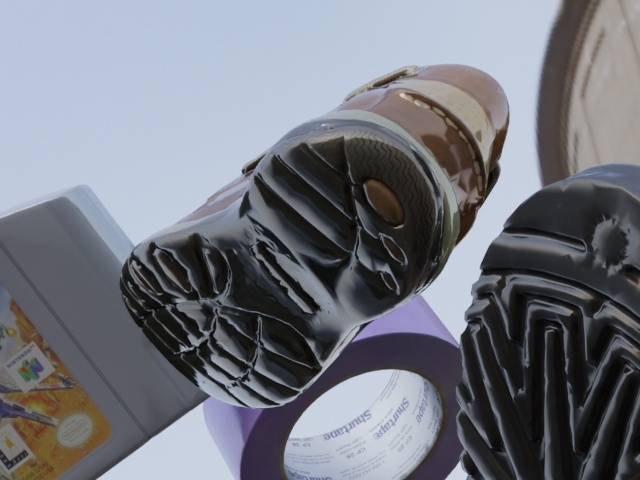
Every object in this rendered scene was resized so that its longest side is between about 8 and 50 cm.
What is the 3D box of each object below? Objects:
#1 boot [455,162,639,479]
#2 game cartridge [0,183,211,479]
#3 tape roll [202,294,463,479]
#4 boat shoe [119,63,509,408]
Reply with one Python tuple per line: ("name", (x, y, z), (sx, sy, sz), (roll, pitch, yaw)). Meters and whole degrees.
("boot", (0.194, 0.093, 0.754), (0.260, 0.131, 0.348), (-27, -54, -35))
("game cartridge", (-0.237, 0.104, 1.148), (0.297, 0.062, 0.198), (-37, -83, 12))
("tape roll", (0.016, 0.119, 1.188), (0.189, 0.080, 0.189), (-14, -52, -18))
("boat shoe", (0.000, 0.000, 0.892), (0.122, 0.120, 0.324), (51, -32, -6))
